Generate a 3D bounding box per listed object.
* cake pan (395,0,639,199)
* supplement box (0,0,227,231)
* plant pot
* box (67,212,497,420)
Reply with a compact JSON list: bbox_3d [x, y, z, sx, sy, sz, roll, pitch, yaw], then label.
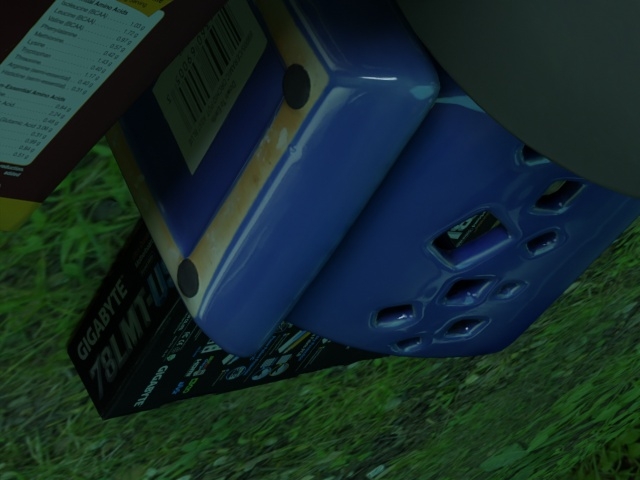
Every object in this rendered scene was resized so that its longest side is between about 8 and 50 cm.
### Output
[{"bbox_3d":[0.104,-0.132,0.430,0.054,0.293,0.293,-32,159,-31],"label":"cake pan"},{"bbox_3d":[-0.143,-0.120,0.472,0.194,0.129,0.191,-43,154,23],"label":"supplement box"},{"bbox_3d":[0.021,-0.084,0.694,0.212,0.236,0.236,-5,145,-35],"label":"plant pot"},{"bbox_3d":[0.000,0.000,1.006,0.293,0.073,0.295,-11,147,-41],"label":"box"}]
